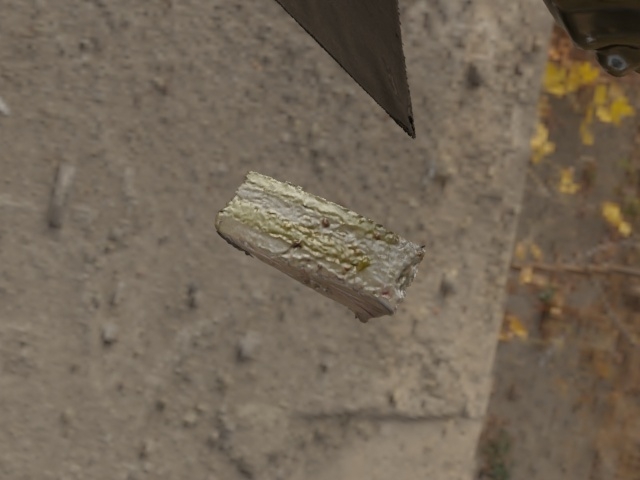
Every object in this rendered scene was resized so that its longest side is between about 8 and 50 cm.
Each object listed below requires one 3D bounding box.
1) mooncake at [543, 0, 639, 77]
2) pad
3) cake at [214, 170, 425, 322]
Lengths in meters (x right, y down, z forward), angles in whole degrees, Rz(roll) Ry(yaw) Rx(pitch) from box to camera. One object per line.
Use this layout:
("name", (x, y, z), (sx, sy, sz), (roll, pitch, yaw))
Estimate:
("mooncake", (0.199, -0.202, 0.811), (0.228, 0.124, 0.228), (-15, 108, -54))
("pad", (-0.017, -0.135, 0.638), (0.004, 0.193, 0.116), (-30, 142, -13))
("cake", (0.000, 0.000, 0.867), (0.121, 0.065, 0.052), (31, 75, -24))
